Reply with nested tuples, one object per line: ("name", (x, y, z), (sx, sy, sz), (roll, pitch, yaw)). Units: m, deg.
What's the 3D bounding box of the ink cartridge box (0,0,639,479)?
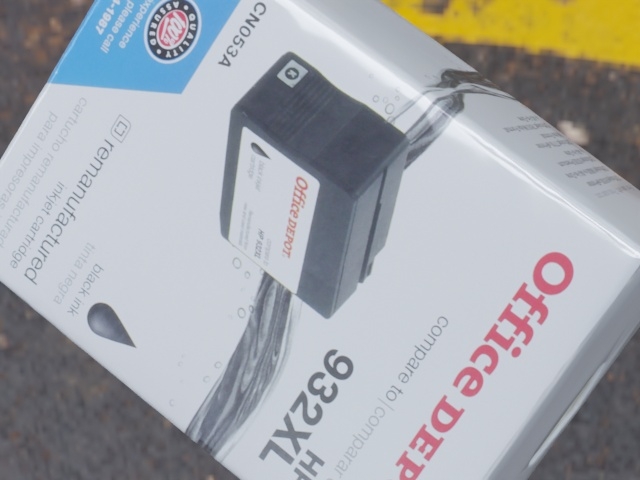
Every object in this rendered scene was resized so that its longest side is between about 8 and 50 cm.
("ink cartridge box", (0.000, 0.000, 1.016), (0.307, 0.223, 0.129), (38, 16, 14))
